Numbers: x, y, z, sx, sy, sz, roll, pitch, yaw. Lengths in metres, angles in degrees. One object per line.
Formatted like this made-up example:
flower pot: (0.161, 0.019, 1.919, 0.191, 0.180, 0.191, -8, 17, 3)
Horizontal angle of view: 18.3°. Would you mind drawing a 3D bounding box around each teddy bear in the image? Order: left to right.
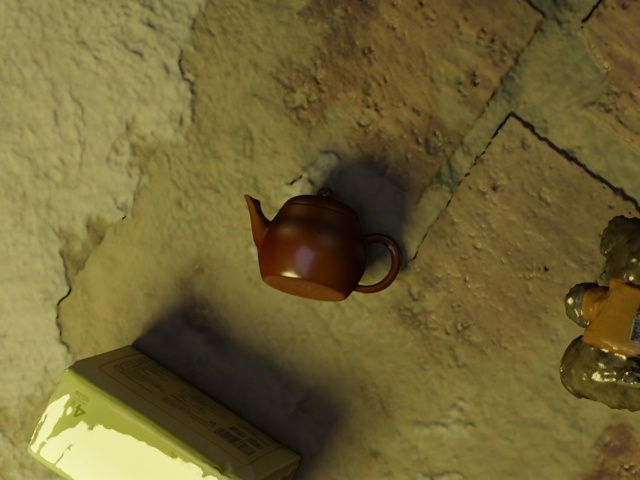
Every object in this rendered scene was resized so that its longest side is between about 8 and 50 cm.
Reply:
teddy bear: (0.313, 0.070, 1.881, 0.177, 0.140, 0.190, 12, 91, 20)

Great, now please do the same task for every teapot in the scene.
teapot: (0.000, 0.000, 1.996, 0.173, 0.116, 0.116, 16, 102, -11)

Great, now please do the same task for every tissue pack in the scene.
tissue pack: (-0.157, 0.221, 2.036, 0.234, 0.159, 0.125, 31, 105, 13)
